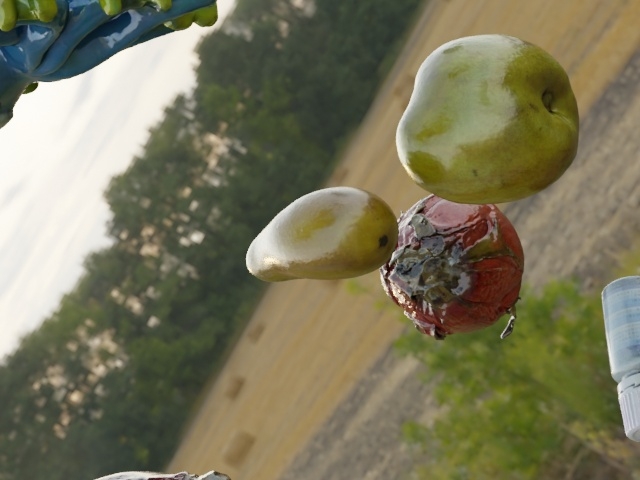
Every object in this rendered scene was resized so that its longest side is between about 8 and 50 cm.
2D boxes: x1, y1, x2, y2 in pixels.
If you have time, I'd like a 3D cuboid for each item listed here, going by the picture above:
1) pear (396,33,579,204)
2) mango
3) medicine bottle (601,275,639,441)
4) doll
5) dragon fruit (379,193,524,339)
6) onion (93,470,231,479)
[{"bbox_3d":[0.182,-0.129,1.460,0.200,0.200,0.200,-61,2,3],"label":"pear"},{"bbox_3d":[0.000,0.000,1.472,0.136,0.099,0.227,-11,-5,-34],"label":"mango"},{"bbox_3d":[0.402,0.149,1.691,0.083,0.083,0.203,122,153,-56],"label":"medicine bottle"},{"bbox_3d":[-0.249,-0.157,1.180,0.341,0.099,0.346,-16,3,5],"label":"doll"},{"bbox_3d":[0.173,0.035,1.955,0.148,0.218,0.224,1,-94,-63],"label":"dragon fruit"},{"bbox_3d":[-0.112,0.210,0.841,0.195,0.159,0.159,-49,5,16],"label":"onion"}]
